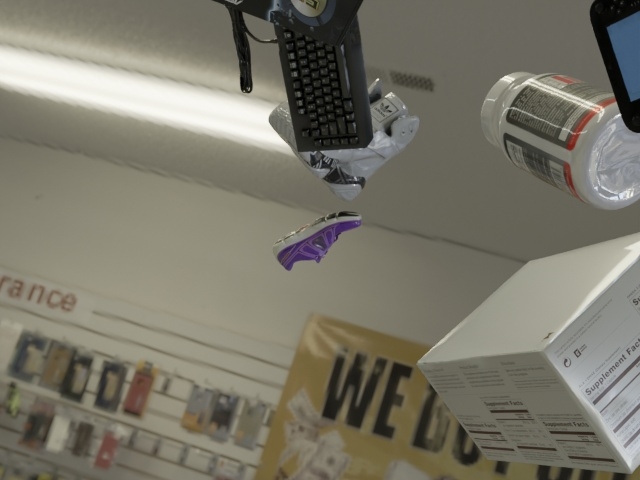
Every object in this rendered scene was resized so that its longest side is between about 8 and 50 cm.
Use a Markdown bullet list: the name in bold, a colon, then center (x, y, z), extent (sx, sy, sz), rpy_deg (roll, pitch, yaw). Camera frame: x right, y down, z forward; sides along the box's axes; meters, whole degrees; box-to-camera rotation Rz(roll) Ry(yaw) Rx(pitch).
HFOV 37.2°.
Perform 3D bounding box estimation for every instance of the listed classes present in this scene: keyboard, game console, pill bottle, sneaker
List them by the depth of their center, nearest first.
- **game console**: center (0.419, -0.330, 1.282), extent (0.044, 0.361, 0.213), rpy_deg (-14, -5, -33)
- **keyboard**: center (-0.042, -0.270, 1.293), extent (0.202, 0.033, 0.317), rpy_deg (0, -64, 23)
- **sneaker**: center (0.000, 0.000, 1.698), extent (0.071, 0.170, 0.068), rpy_deg (63, 8, -8)
- **sneaker**: center (0.049, -0.208, 1.711), extent (0.137, 0.210, 0.366), rpy_deg (49, 4, 22)
- **pill bottle**: center (0.482, -0.212, 1.866), extent (0.210, 0.210, 0.363), rpy_deg (27, 9, -31)

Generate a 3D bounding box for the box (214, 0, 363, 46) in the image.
- **box**: center (-0.030, -0.330, 1.108), extent (0.180, 0.077, 0.147), rpy_deg (19, -43, -14)

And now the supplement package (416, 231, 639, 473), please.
- **supplement package**: center (0.264, 0.115, 0.994), extent (0.145, 0.204, 0.262), rpy_deg (53, -22, -5)
